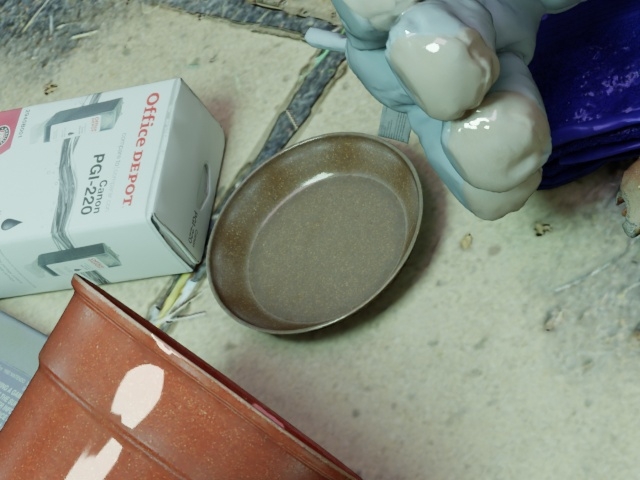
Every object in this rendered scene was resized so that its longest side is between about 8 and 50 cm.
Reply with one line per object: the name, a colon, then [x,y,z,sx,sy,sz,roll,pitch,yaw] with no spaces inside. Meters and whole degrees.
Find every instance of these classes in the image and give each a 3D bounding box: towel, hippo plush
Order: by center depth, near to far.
hippo plush: [0.151,-0.170,1.494,0.236,0.294,0.234,-37,85,-6]
towel: [0.251,-0.198,1.593,0.228,0.076,0.308,-14,52,20]

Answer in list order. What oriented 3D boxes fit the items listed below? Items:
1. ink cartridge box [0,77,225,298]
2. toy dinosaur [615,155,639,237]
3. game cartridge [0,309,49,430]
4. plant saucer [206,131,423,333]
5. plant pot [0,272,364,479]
ink cartridge box: [-0.208,-0.045,1.736,0.218,0.092,0.158,-7,54,24]
toy dinosaur: [0.350,-0.041,1.380,0.296,0.127,0.200,-10,52,14]
game cartridge: [-0.318,0.166,1.670,0.355,0.068,0.230,24,68,40]
plant saucer: [0.000,0.000,1.620,0.199,0.036,0.198,-15,50,19]
plant pot: [-0.145,0.209,1.418,0.272,0.272,0.265,33,86,41]
